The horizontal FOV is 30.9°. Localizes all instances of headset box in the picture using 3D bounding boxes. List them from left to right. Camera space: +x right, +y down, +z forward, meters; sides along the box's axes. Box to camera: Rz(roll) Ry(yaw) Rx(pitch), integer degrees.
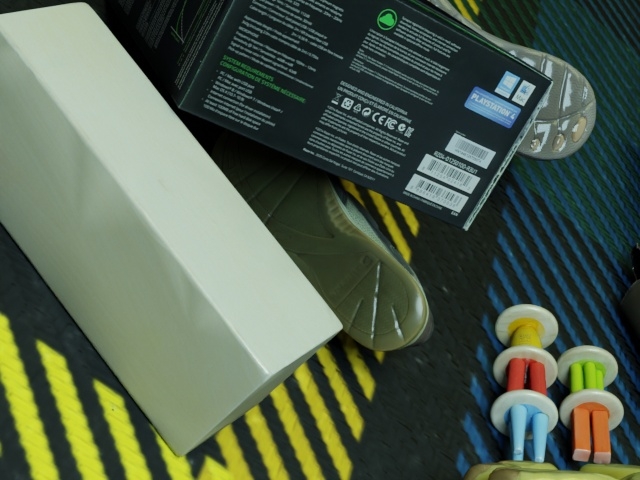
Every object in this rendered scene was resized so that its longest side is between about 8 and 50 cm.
[{"bbox_3d":[-0.008,-0.157,0.878,0.246,0.131,0.283,22,16,-29],"label":"headset box"}]

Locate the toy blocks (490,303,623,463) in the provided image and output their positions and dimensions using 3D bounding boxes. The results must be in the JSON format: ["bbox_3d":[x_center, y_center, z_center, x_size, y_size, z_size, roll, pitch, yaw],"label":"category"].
[{"bbox_3d":[0.190,0.136,0.924,0.123,0.054,0.148,33,37,-16],"label":"toy blocks"}]

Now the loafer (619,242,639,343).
[{"bbox_3d":[0.326,0.080,1.114,0.078,0.080,0.220,11,39,7],"label":"loafer"}]

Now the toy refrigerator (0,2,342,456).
[{"bbox_3d":[-0.116,-0.012,0.723,0.269,0.102,0.094,51,36,8],"label":"toy refrigerator"}]

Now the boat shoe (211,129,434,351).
[{"bbox_3d":[0.001,0.000,0.859,0.223,0.080,0.073,47,2,25],"label":"boat shoe"}]

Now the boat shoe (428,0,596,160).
[{"bbox_3d":[0.104,-0.171,1.110,0.324,0.123,0.116,30,4,-7],"label":"boat shoe"}]

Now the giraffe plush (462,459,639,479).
[{"bbox_3d":[0.195,0.235,0.753,0.181,0.210,0.171,22,68,-68],"label":"giraffe plush"}]
